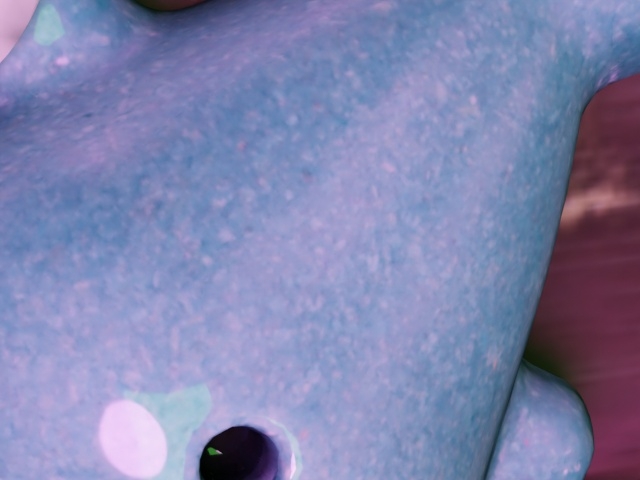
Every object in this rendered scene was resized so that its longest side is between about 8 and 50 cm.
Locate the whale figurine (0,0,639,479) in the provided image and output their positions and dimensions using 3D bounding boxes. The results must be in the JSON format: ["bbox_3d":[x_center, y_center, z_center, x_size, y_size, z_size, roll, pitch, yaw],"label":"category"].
[{"bbox_3d":[0.000,0.000,0.453,0.216,0.141,0.272,44,88,-16],"label":"whale figurine"}]

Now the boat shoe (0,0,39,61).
[{"bbox_3d":[-0.088,-0.152,0.408,0.079,0.084,0.233,25,72,-56],"label":"boat shoe"}]
